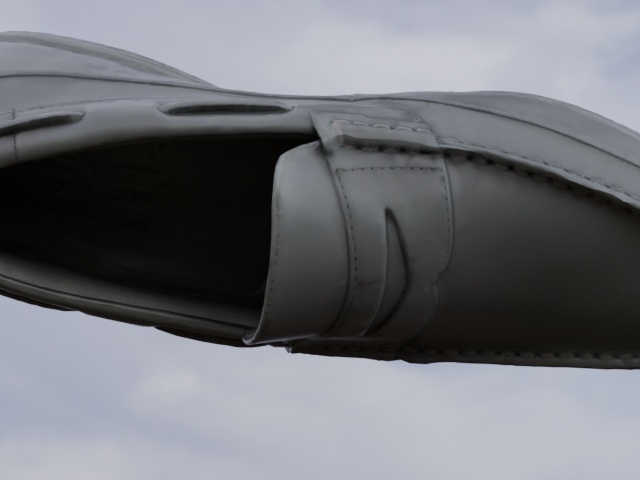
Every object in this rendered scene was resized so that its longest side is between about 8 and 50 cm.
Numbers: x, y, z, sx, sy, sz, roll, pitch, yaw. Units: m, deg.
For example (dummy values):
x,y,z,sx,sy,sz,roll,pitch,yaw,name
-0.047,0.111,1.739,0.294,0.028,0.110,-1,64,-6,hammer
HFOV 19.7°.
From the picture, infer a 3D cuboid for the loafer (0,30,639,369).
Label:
x,y,z,sx,sy,sz,roll,pitch,yaw,name
0.000,0.000,0.664,0.319,0.111,0.112,8,-60,5,loafer
